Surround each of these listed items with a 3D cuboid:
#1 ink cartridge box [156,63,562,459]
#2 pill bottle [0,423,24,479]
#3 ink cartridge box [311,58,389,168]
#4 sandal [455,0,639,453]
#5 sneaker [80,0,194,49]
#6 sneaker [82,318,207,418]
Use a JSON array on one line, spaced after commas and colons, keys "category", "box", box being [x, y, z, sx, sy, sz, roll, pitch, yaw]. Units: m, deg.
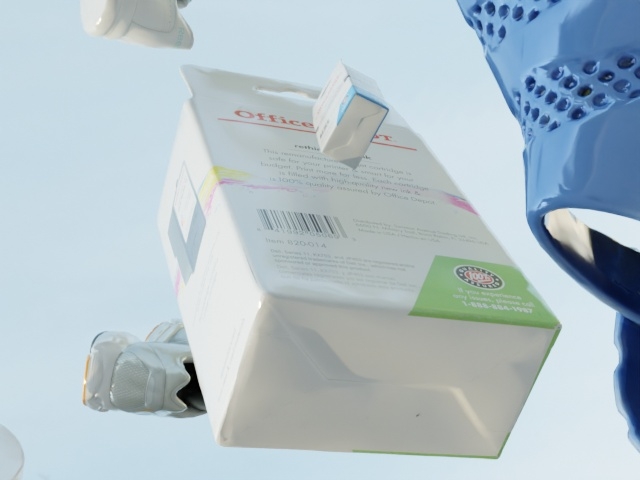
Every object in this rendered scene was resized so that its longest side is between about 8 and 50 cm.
[{"category": "ink cartridge box", "box": [0.000, 0.000, 0.835, 0.207, 0.353, 0.119, 7, -62, -20]}, {"category": "pill bottle", "box": [-0.355, 0.295, 1.033, 0.153, 0.153, 0.264, -3, -58, -36]}, {"category": "ink cartridge box", "box": [0.019, -0.089, 0.774, 0.028, 0.083, 0.048, 24, -69, -17]}, {"category": "sandal", "box": [0.123, -0.039, 0.407, 0.138, 0.126, 0.317, -28, -99, -32]}, {"category": "sneaker", "box": [-0.146, -0.224, 0.918, 0.094, 0.212, 0.080, 16, -47, -29]}, {"category": "sneaker", "box": [-0.140, 0.145, 1.178, 0.262, 0.121, 0.099, -5, -72, -72]}]
